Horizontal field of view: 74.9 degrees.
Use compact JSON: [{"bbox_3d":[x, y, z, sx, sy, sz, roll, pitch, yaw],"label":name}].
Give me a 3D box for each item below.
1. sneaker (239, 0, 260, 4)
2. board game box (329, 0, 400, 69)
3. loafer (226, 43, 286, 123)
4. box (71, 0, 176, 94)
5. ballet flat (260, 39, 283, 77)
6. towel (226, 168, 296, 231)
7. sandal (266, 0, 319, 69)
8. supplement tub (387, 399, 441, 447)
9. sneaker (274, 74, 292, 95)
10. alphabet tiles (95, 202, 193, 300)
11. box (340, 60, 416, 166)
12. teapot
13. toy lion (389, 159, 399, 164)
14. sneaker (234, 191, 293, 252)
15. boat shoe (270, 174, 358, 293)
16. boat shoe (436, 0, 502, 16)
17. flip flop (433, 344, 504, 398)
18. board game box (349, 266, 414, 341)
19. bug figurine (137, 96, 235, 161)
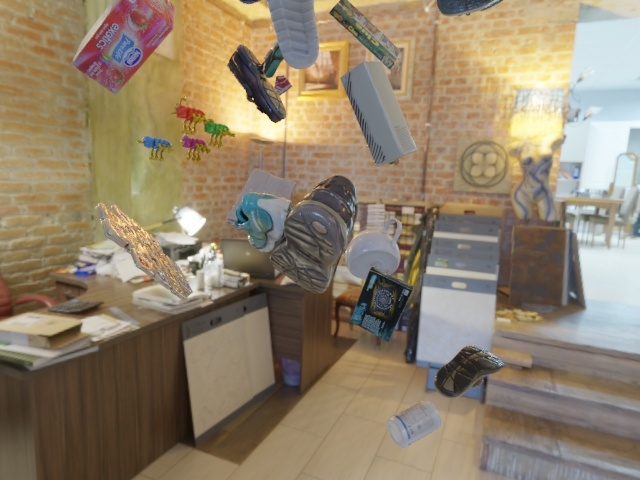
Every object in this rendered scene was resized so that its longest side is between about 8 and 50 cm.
[{"bbox_3d":[-0.111,-0.625,0.946,0.232,0.082,0.090,-28,19,21],"label":"sneaker"},{"bbox_3d":[0.151,-0.679,1.368,0.259,0.136,0.030,37,-44,-14],"label":"board game box"},{"bbox_3d":[-0.209,-0.489,1.351,0.095,0.303,0.109,-34,-16,23],"label":"loafer"},{"bbox_3d":[-0.579,-0.608,1.239,0.299,0.154,0.142,-34,-44,23],"label":"box"},{"bbox_3d":[-0.162,-0.696,1.554,0.074,0.074,0.203,-5,-21,-43],"label":"ballet flat"},{"bbox_3d":[-0.226,-0.148,1.622,0.186,0.283,0.049,21,-28,1],"label":"towel"},{"bbox_3d":[-0.088,-0.734,1.240,0.169,0.417,0.102,-2,30,-1],"label":"sandal"},{"bbox_3d":[0.213,0.419,0.956,0.107,0.071,0.071,-14,15,-24],"label":"supplement tub"},{"bbox_3d":[-0.176,-0.600,1.641,0.118,0.067,0.042,-36,12,-3],"label":"sneaker"},{"bbox_3d":[-0.415,0.029,0.998,0.278,0.021,0.284,44,-9,42],"label":"alphabet tiles"},{"bbox_3d":[0.167,-0.360,1.194,0.094,0.276,0.113,-20,5,39],"label":"box"},{"bbox_3d":[0.225,0.036,1.821,0.255,0.253,0.187,-5,49,4],"label":"teapot"},{"bbox_3d":[0.232,-0.294,1.318,0.034,0.096,0.100,14,-13,46],"label":"toy lion"},{"bbox_3d":[-0.134,-0.049,0.925,0.109,0.107,0.275,19,-17,-10],"label":"sneaker"},{"bbox_3d":[0.000,0.000,0.786,0.132,0.130,0.355,36,-24,0],"label":"boat shoe"},{"bbox_3d":[0.497,-0.740,1.224,0.320,0.118,0.103,-23,-4,10],"label":"boat shoe"},{"bbox_3d":[0.425,0.389,1.212,0.276,0.080,0.112,-17,37,-37],"label":"flip flop"},{"bbox_3d":[0.165,0.176,1.152,0.126,0.187,0.026,26,29,15],"label":"board game box"},{"bbox_3d":[-0.393,-0.316,1.241,0.278,0.072,0.216,-21,-15,38],"label":"bug figurine"}]
